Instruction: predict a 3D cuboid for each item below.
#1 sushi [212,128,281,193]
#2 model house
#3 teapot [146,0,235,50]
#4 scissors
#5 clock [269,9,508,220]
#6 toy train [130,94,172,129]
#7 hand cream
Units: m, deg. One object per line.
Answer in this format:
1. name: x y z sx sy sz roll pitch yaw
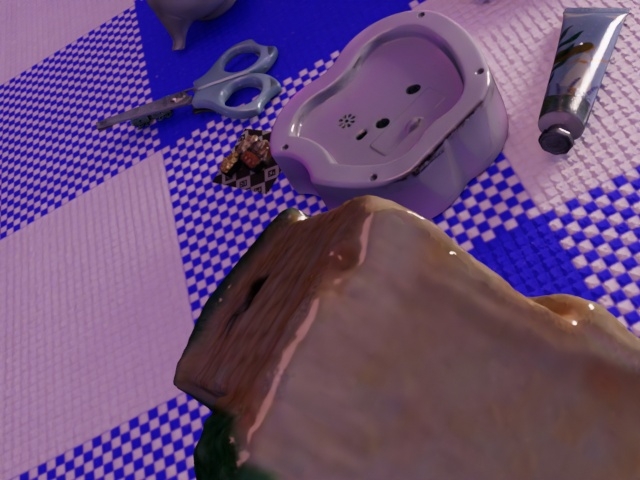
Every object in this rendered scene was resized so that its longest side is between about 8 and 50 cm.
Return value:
1. sushi: -0.109 -0.139 1.238 0.126 0.026 0.120 13 65 35
2. model house: 0.066 0.173 0.708 0.335 0.382 0.342 -57 15 -16
3. teapot: -0.261 -0.545 1.527 0.220 0.149 0.318 -33 49 16
4. scissors: -0.241 -0.253 1.369 0.360 0.029 0.191 -17 53 11
5. clock: 0.095 -0.180 1.105 0.338 0.102 0.339 -15 52 20
6. toy train: -0.313 -0.239 1.422 0.092 0.029 0.045 -17 44 19
7. hand cream: 0.347 -0.230 1.037 0.091 0.058 0.271 8 57 29
